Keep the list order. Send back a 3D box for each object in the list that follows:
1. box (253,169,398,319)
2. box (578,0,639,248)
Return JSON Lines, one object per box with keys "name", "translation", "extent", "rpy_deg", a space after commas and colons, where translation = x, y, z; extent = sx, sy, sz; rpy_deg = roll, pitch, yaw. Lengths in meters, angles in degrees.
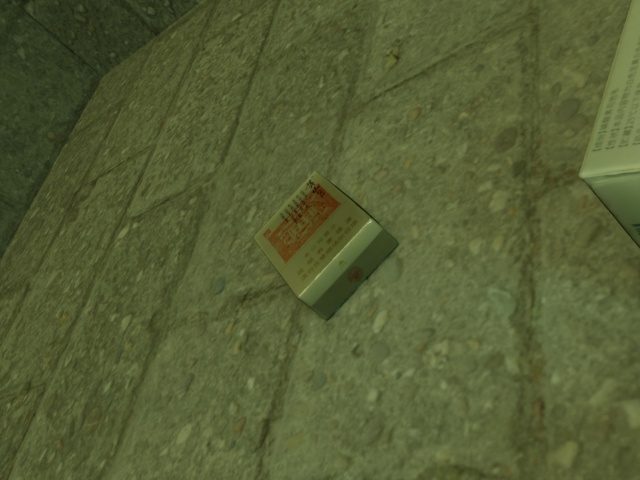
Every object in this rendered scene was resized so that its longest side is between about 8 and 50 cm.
{"name": "box", "translation": [0.000, 0.000, 0.990], "extent": [0.141, 0.058, 0.201], "rpy_deg": [-47, 31, 4]}
{"name": "box", "translation": [0.324, -0.130, 0.599], "extent": [0.065, 0.200, 0.343], "rpy_deg": [-8, 50, 50]}
